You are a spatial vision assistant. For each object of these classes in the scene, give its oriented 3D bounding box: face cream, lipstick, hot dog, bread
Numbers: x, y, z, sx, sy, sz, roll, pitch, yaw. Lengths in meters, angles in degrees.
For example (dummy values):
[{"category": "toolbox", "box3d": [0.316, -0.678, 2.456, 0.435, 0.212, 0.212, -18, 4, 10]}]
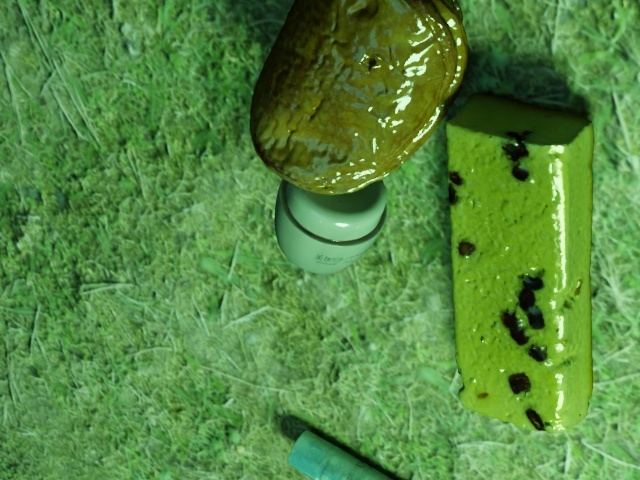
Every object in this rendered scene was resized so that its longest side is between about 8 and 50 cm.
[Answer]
[{"category": "face cream", "box3d": [0.009, -0.030, 2.089, 0.117, 0.117, 0.104, 37, 141, 10]}, {"category": "lipstick", "box3d": [0.039, 0.278, 2.318, 0.158, 0.048, 0.048, 29, 131, 17]}, {"category": "hot dog", "box3d": [0.034, -0.170, 1.974, 0.196, 0.122, 0.272, 37, 127, 14]}, {"category": "bread", "box3d": [0.202, 0.034, 2.018, 0.138, 0.077, 0.361, 15, 126, 29]}]

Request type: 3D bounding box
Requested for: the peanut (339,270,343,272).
[{"category": "peanut", "box3d": [0.000, 0.000, 2.171, 0.083, 0.037, 0.037, 51, 134, -2]}]
